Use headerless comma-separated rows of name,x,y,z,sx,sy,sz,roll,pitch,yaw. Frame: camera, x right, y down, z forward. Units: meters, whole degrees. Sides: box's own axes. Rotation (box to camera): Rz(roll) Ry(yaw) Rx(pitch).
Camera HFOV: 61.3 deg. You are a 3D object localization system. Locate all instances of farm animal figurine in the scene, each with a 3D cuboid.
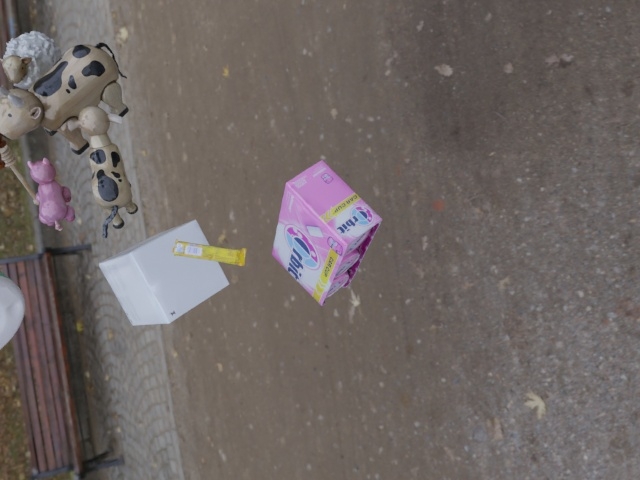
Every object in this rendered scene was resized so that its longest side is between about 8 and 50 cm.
farm animal figurine,-0.425,-0.199,0.882,0.172,0.330,0.327,103,-175,-64

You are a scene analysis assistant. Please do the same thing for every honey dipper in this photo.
honey dipper,-0.606,-0.127,1.089,0.030,0.030,0.161,54,162,33

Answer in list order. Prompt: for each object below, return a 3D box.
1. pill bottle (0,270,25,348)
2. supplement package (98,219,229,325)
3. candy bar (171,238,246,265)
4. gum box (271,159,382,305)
pill bottle,-0.742,0.065,0.991,0.361,0.204,0.204,32,125,19
supplement package,-0.421,0.091,1.445,0.262,0.198,0.199,-13,106,51
candy bar,-0.242,0.026,1.182,0.018,0.161,0.040,-134,55,-71
gum box,0.000,0.000,0.707,0.107,0.062,0.188,46,152,16
